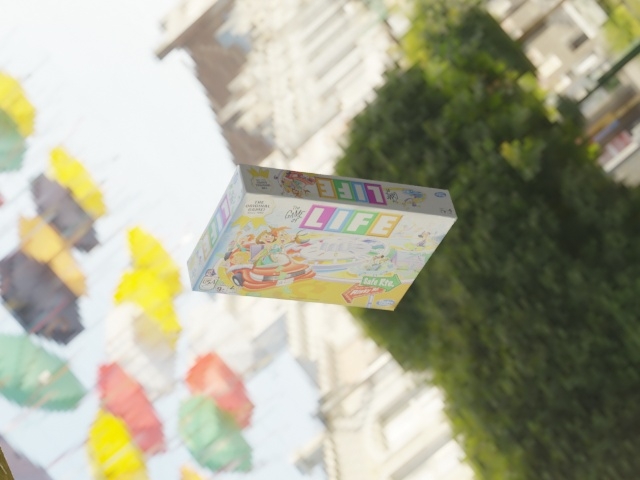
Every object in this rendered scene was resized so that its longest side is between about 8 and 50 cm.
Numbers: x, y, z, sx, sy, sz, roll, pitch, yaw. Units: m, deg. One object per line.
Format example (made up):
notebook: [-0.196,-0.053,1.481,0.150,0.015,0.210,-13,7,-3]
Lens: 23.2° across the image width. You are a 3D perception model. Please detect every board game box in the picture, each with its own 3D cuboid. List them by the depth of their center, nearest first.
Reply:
board game box: [0.000,0.000,1.044,0.154,0.103,0.026,6,-132,-25]

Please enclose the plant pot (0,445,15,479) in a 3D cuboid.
plant pot: [-0.246,0.089,0.614,0.212,0.187,0.212,50,-178,-44]
